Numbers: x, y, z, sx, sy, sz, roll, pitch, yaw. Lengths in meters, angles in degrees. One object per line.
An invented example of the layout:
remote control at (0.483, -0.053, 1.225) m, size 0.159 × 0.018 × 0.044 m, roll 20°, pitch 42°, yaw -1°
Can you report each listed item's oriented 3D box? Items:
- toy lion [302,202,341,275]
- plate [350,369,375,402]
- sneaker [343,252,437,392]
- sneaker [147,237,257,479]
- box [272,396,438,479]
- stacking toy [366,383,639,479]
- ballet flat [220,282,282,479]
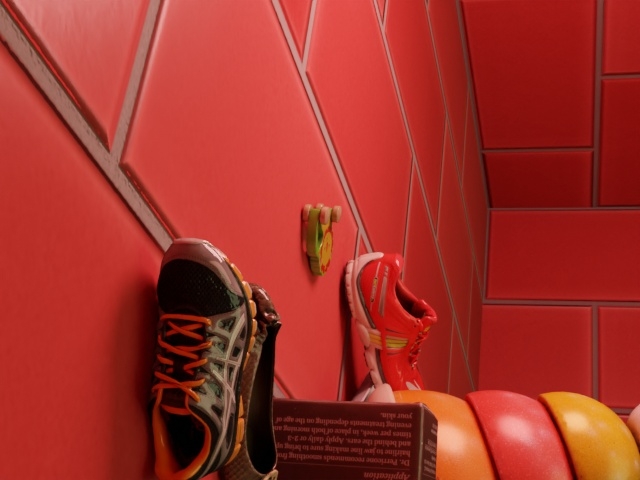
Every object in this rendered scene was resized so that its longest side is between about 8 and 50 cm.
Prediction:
toy lion at (0.000, 0.000, 1.326) m, size 0.100 × 0.034 × 0.096 m, roll -10°, pitch 107°, yaw -75°
plate at (0.068, 0.350, 1.555) m, size 0.277 × 0.045 × 0.277 m, roll -42°, pitch 130°, yaw -70°
sneaker at (0.124, 0.146, 1.522) m, size 0.107 × 0.118 × 0.278 m, roll -68°, pitch 140°, yaw -64°
sneaker at (-0.103, 0.104, 0.823) m, size 0.083 × 0.084 × 0.214 m, roll -37°, pitch 127°, yaw -66°
box at (0.024, 0.370, 1.097) m, size 0.143 × 0.191 × 0.381 m, roll 52°, pitch 41°, yaw -67°
stacking toy at (0.318, 0.328, 1.384) m, size 0.350 × 0.480 × 0.350 m, roll -13°, pitch 90°, yaw -89°
ballet flat at (-0.064, 0.166, 1.013) m, size 0.084 × 0.058 × 0.249 m, roll -20°, pitch 110°, yaw -74°
